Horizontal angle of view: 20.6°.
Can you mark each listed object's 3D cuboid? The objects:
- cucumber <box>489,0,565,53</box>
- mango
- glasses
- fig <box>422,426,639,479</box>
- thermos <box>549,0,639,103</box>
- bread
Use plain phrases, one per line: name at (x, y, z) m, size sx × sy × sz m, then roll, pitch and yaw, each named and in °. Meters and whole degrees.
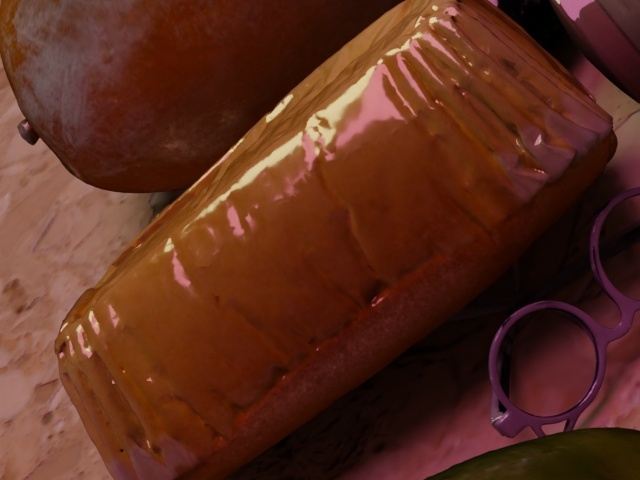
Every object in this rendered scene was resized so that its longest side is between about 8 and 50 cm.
cucumber at (0.152, -0.206, 0.991) m, size 0.303 × 0.072 × 0.081 m, roll -56°, pitch 22°, yaw -21°
mango at (-0.032, -0.188, 1.036) m, size 0.384 × 0.199 × 0.221 m, roll -40°, pitch 51°, yaw -3°
glasses at (0.108, 0.030, 0.816) m, size 0.140 × 0.062 × 0.104 m, roll -49°, pitch 13°, yaw -12°
fig at (0.074, 0.167, 0.593) m, size 0.245 × 0.195 × 0.195 m, roll 124°, pitch 168°, yaw -53°
thermos at (0.224, -0.184, 0.843) m, size 0.265 × 0.146 × 0.176 m, roll -38°, pitch 49°, yaw 18°
bread at (0.000, 0.000, 0.839) m, size 0.288 × 0.119 × 0.152 m, roll -40°, pitch 8°, yaw 13°
